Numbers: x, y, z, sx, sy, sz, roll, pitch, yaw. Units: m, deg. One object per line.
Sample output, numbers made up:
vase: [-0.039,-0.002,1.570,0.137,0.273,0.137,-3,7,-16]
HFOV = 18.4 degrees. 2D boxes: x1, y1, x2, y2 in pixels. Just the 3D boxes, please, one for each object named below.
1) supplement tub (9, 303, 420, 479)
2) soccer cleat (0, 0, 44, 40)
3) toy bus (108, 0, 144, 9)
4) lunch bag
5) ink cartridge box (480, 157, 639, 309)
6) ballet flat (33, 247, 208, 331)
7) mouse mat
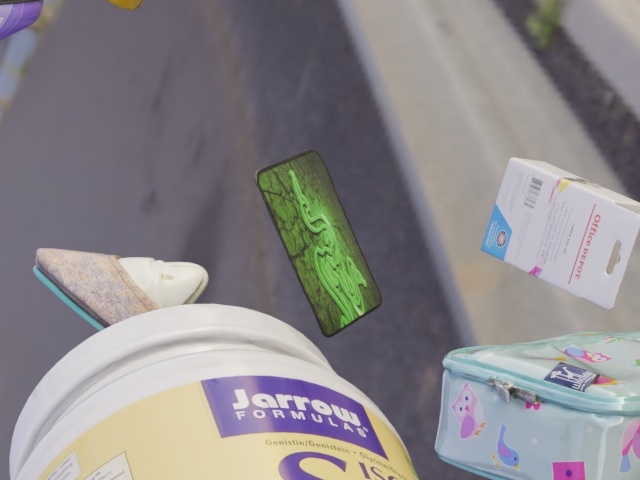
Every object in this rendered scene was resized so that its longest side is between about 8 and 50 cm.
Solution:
supplement tub: [-0.039,0.208,1.031,0.241,0.241,0.331,-66,28,26]
soccer cleat: [-0.421,-0.179,1.964,0.108,0.318,0.116,-141,36,-80]
toy bus: [-0.101,-0.251,1.300,0.191,0.104,0.202,-63,18,-18]
lunch bag: [0.238,0.140,1.627,0.224,0.279,0.108,17,104,48]
ink cartridge box: [0.258,-0.006,1.993,0.181,0.061,0.104,28,106,43]
ballet flat: [-0.115,0.086,1.789,0.106,0.316,0.107,-49,-1,3]
mouse mat: [0.000,0.000,2.089,0.007,0.190,0.152,-21,3,29]
